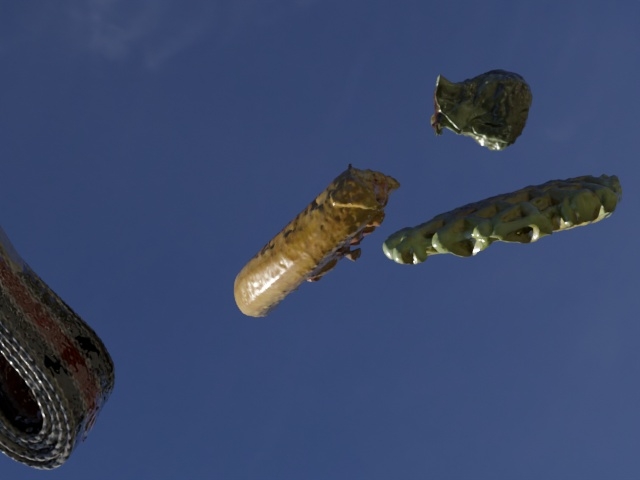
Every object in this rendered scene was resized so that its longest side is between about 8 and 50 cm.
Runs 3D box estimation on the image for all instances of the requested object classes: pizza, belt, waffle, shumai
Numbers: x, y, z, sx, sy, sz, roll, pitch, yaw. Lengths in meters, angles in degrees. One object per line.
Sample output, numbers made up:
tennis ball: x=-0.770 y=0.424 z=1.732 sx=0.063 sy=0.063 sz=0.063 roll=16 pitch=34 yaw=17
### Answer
pizza: x=-0.006 y=0.004 z=1.503 sx=0.134 sy=0.271 sz=0.056 roll=-30 pitch=-98 yaw=-41
belt: x=-0.274 y=0.010 z=1.362 sx=0.094 sy=0.126 sz=0.359 roll=-68 pitch=-44 yaw=-65
waffle: x=0.131 y=-0.016 z=1.255 sx=0.183 sy=0.169 sz=0.036 roll=-19 pitch=-84 yaw=-76
shumai: x=0.138 y=-0.126 z=1.586 sx=0.080 sy=0.082 sz=0.083 roll=27 pitch=-121 yaw=-32
